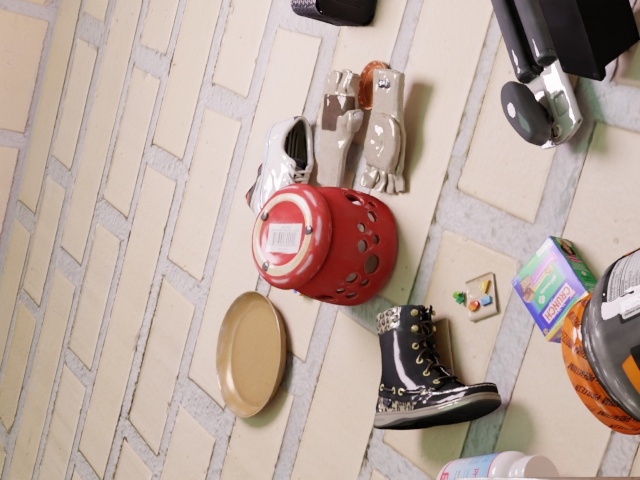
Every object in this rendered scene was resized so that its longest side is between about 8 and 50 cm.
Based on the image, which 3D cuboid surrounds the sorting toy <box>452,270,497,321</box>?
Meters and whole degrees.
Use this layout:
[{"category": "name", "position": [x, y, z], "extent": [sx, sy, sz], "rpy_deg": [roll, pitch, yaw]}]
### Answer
[{"category": "sorting toy", "position": [0.219, 0.084, 1.523], "extent": [0.083, 0.012, 0.062], "rpy_deg": [-28, 61, 50]}]

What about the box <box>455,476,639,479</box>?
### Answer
[{"category": "box", "position": [0.298, 0.303, 1.090], "extent": [0.148, 0.311, 0.121], "rpy_deg": [-17, 70, 54]}]

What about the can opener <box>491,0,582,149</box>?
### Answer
[{"category": "can opener", "position": [0.275, -0.251, 1.435], "extent": [0.076, 0.095, 0.283], "rpy_deg": [-41, 51, 44]}]

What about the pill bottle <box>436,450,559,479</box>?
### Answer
[{"category": "pill bottle", "position": [0.231, 0.321, 1.387], "extent": [0.160, 0.087, 0.087], "rpy_deg": [-26, 62, 51]}]

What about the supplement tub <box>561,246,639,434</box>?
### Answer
[{"category": "supplement tub", "position": [0.417, 0.072, 1.059], "extent": [0.338, 0.207, 0.207], "rpy_deg": [-37, 54, 48]}]

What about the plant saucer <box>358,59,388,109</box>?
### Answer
[{"category": "plant saucer", "position": [0.090, -0.260, 1.786], "extent": [0.083, 0.013, 0.083], "rpy_deg": [-19, 67, 53]}]

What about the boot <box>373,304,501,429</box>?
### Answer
[{"category": "boot", "position": [0.155, 0.172, 1.517], "extent": [0.236, 0.085, 0.178], "rpy_deg": [-24, 61, 51]}]

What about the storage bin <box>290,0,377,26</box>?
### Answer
[{"category": "storage bin", "position": [0.034, -0.462, 1.814], "extent": [0.084, 0.122, 0.180], "rpy_deg": [20, 100, 56]}]

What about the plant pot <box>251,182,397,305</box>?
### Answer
[{"category": "plant pot", "position": [0.000, 0.000, 1.699], "extent": [0.191, 0.174, 0.191], "rpy_deg": [-15, 68, 41]}]

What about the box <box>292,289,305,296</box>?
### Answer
[{"category": "box", "position": [-0.013, 0.038, 1.865], "extent": [0.136, 0.028, 0.081], "rpy_deg": [-48, 46, 43]}]

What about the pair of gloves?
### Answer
[{"category": "pair of gloves", "position": [0.069, -0.182, 1.763], "extent": [0.240, 0.042, 0.204], "rpy_deg": [11, 101, 57]}]

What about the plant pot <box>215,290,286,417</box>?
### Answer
[{"category": "plant pot", "position": [-0.126, 0.212, 1.991], "extent": [0.236, 0.032, 0.236], "rpy_deg": [-19, 67, 53]}]

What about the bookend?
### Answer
[{"category": "bookend", "position": [0.358, -0.311, 1.329], "extent": [0.157, 0.156, 0.072], "rpy_deg": [-38, 33, -14]}]

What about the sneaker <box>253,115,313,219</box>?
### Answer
[{"category": "sneaker", "position": [-0.061, -0.106, 1.899], "extent": [0.091, 0.094, 0.258], "rpy_deg": [-31, 55, 53]}]

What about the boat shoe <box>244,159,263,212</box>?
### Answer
[{"category": "boat shoe", "position": [-0.102, -0.109, 2.009], "extent": [0.137, 0.049, 0.043], "rpy_deg": [-55, 45, 38]}]

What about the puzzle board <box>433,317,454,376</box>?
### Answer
[{"category": "puzzle board", "position": [0.165, 0.189, 1.584], "extent": [0.096, 0.011, 0.128], "rpy_deg": [-27, 62, 49]}]

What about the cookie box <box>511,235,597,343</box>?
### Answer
[{"category": "cookie box", "position": [0.306, 0.064, 1.373], "extent": [0.092, 0.040, 0.107], "rpy_deg": [-56, 42, 32]}]
